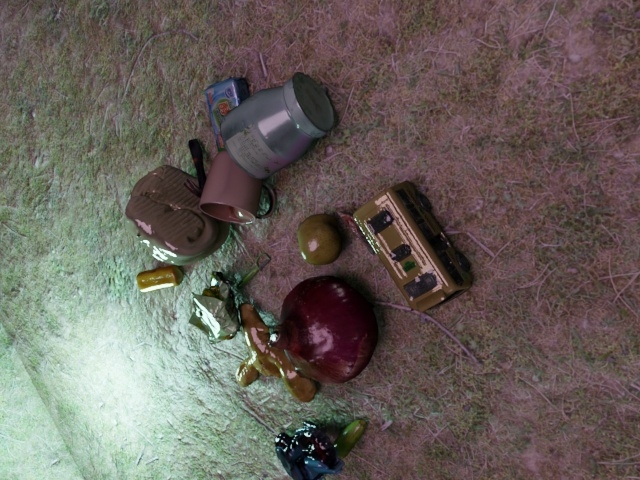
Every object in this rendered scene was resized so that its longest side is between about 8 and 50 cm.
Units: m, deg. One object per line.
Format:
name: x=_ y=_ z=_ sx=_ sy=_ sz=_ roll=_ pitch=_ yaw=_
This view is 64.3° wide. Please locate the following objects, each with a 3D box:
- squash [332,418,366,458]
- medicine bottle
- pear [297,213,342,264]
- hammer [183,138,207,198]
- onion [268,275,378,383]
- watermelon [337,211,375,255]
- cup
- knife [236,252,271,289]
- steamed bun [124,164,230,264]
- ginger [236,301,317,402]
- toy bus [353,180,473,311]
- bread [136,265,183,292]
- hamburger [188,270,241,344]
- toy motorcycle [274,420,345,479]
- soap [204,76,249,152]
squash: x=0.099 y=0.694 z=1.780 sx=0.066 sy=0.066 sz=0.201 roll=41 pitch=118 yaw=17
medicine bottle: x=-0.127 y=-0.358 z=1.570 sx=0.290 sy=0.245 sz=0.245 roll=-26 pitch=87 yaw=33
pear: x=0.000 y=0.000 z=1.623 sx=0.136 sy=0.167 sz=0.167 roll=-18 pitch=92 yaw=6
hammer: x=-0.437 y=-0.259 z=1.822 sx=0.037 sy=0.137 sz=0.290 roll=-44 pitch=52 yaw=31
onion: x=-0.017 y=0.278 z=1.571 sx=0.348 sy=0.385 sz=0.348 roll=-2 pitch=87 yaw=42
watermelon: x=0.121 y=-0.035 z=1.591 sx=0.180 sy=0.094 sz=0.081 roll=44 pitch=118 yaw=-2
cup: x=-0.262 y=-0.172 z=1.715 sx=0.191 sy=0.253 sz=0.200 roll=-16 pitch=59 yaw=58
knife: x=-0.259 y=0.113 z=1.892 sx=0.054 sy=0.015 sz=0.212 roll=52 pitch=121 yaw=12
steamed bun: x=-0.524 y=-0.067 z=1.840 sx=0.367 sy=0.342 sz=0.255 roll=37 pitch=140 yaw=6
ginger: x=-0.185 y=0.416 z=1.857 sx=0.363 sy=0.122 sz=0.348 roll=9 pitch=114 yaw=40
toy bus: x=0.262 y=0.024 z=1.448 sx=0.177 sy=0.202 sz=0.365 roll=-37 pitch=82 yaw=31
bread: x=-0.662 y=0.158 z=2.112 sx=0.239 sy=0.074 sz=0.092 roll=-12 pitch=93 yaw=32
hamburger: x=-0.402 y=0.253 z=1.884 sx=0.260 sy=0.150 sz=0.276 roll=-16 pitch=85 yaw=60
toy motorcycle: x=-0.031 y=0.772 z=1.800 sx=0.232 sy=0.172 sz=0.416 roll=56 pitch=144 yaw=6
soap: x=-0.303 y=-0.418 z=1.760 sx=0.156 sy=0.077 sz=0.293 roll=-9 pitch=97 yaw=33
